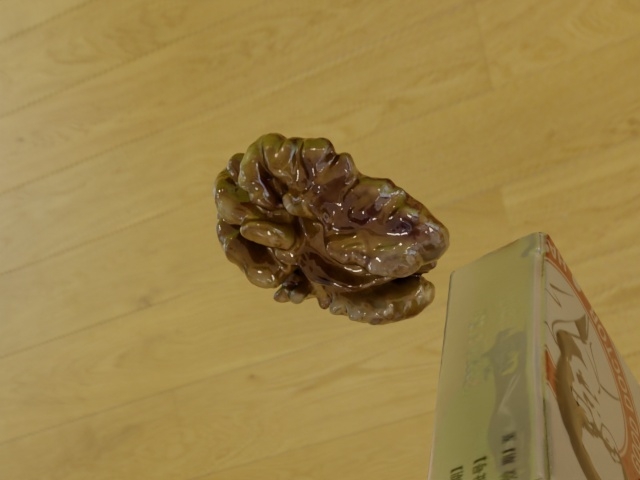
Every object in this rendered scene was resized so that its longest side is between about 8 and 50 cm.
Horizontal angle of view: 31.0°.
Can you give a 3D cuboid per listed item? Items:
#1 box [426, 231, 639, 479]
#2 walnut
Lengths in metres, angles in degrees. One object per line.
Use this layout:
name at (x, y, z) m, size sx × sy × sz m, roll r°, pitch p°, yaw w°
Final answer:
box at (0.166, 0.190, 0.565) m, size 0.069 × 0.214 × 0.353 m, roll -28°, pitch 110°, yaw 23°
walnut at (0.000, 0.000, 0.789) m, size 0.170 × 0.143 × 0.069 m, roll 20°, pitch 51°, yaw 13°
